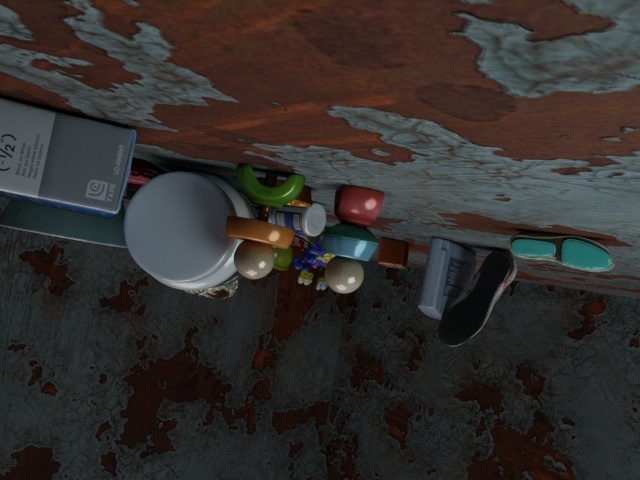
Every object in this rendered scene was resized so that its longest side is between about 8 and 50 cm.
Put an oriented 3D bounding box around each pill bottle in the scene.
[{"bbox_3d":[-0.053,-0.046,1.252,0.120,0.067,0.067,8,177,39],"label":"pill bottle"},{"bbox_3d":[-0.217,-0.014,1.131,0.204,0.204,0.361,10,177,0],"label":"pill bottle"}]

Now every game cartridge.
[{"bbox_3d":[0.330,0.108,1.624,0.062,0.198,0.297,14,179,29],"label":"game cartridge"}]

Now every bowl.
[{"bbox_3d":[-0.621,-0.086,1.565,0.311,0.163,0.311,10,178,0],"label":"bowl"}]

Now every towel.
[{"bbox_3d":[-0.385,-0.130,1.183,0.198,0.031,0.275,11,177,4],"label":"towel"}]

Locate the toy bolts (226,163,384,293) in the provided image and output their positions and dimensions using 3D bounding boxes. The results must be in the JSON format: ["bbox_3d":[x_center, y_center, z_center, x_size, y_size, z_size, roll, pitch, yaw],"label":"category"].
[{"bbox_3d":[-0.025,-0.008,0.974,0.228,0.159,0.218,10,177,-1],"label":"toy bolts"}]

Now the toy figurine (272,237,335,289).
[{"bbox_3d":[0.000,0.000,1.854,0.217,0.191,0.362,-25,152,25],"label":"toy figurine"}]

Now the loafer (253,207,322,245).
[{"bbox_3d":[-0.098,-0.032,1.590,0.220,0.078,0.080,10,177,-5],"label":"loafer"}]

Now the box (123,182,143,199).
[{"bbox_3d":[-0.333,-0.099,1.454,0.159,0.044,0.233,12,177,-43],"label":"box"}]

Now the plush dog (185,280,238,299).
[{"bbox_3d":[-0.296,0.003,1.443,0.225,0.211,0.262,31,166,-25],"label":"plush dog"}]

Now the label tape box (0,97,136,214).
[{"bbox_3d":[-0.426,-0.116,0.803,0.347,0.115,0.249,14,176,-19],"label":"label tape box"}]

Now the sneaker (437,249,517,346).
[{"bbox_3d":[0.398,0.144,1.561,0.090,0.270,0.145,34,-167,20],"label":"sneaker"}]

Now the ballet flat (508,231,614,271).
[{"bbox_3d":[0.399,0.010,1.038,0.168,0.057,0.052,13,-153,29],"label":"ballet flat"}]

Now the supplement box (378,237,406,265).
[{"bbox_3d":[0.227,0.042,1.932,0.080,0.078,0.233,7,177,10],"label":"supplement box"}]
